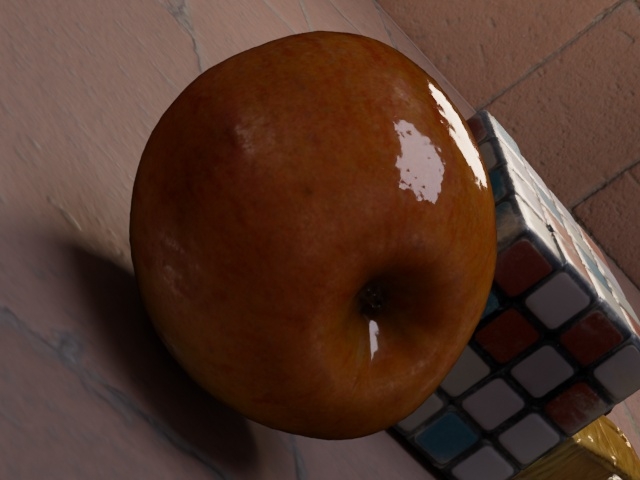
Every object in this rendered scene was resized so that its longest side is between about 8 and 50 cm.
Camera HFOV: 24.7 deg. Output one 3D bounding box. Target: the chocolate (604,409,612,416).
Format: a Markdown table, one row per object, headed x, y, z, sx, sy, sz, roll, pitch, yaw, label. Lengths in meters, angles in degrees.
| x | y | z | sx | sy | sz | roll | pitch | yaw | label |
| --- | --- | --- | --- | --- | --- | --- | --- | --- | --- |
| 0.272 | 0.174 | 1.903 | 0.321 | 0.112 | 0.112 | 35 | 27 | -49 | chocolate |

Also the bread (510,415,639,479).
| x | y | z | sx | sy | sz | roll | pitch | yaw | label |
| --- | --- | --- | --- | --- | --- | --- | --- | --- | --- |
| 0.290 | 0.253 | 1.767 | 0.288 | 0.119 | 0.153 | 35 | 26 | -46 | bread |

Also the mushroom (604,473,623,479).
| x | y | z | sx | sy | sz | roll | pitch | yaw | label |
| --- | --- | --- | --- | --- | --- | --- | --- | --- | --- |
| 0.338 | 0.403 | 1.531 | 0.122 | 0.159 | 0.329 | -37 | 94 | -31 | mushroom |

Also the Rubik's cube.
| x | y | z | sx | sy | sz | roll | pitch | yaw | label |
| --- | --- | --- | --- | --- | --- | --- | --- | --- | --- |
| 0.165 | 0.067 | 1.547 | 0.253 | 0.256 | 0.259 | 46 | 16 | -25 | Rubik's cube |

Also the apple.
| x | y | z | sx | sy | sz | roll | pitch | yaw | label |
| --- | --- | --- | --- | --- | --- | --- | --- | --- | --- |
| 0.000 | 0.000 | 1.141 | 0.299 | 0.299 | 0.275 | 39 | 13 | -41 | apple |
